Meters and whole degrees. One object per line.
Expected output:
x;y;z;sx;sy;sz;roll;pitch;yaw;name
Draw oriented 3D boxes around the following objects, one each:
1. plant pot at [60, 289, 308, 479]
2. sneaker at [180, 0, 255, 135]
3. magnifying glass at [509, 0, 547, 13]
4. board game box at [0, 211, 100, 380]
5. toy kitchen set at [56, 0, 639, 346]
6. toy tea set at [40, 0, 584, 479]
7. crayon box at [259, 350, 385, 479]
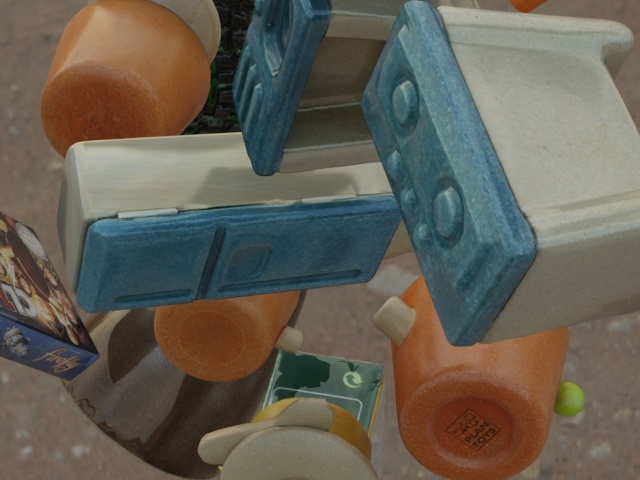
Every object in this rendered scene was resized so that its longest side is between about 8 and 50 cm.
-0.119;0.088;1.411;0.230;0.215;0.215;-52;46;14;plant pot
-0.085;-0.198;1.040;0.134;0.343;0.146;16;49;-16;sneaker
0.183;-0.179;0.671;0.231;0.026;0.092;-29;58;39;magnifying glass
-0.305;0.027;1.222;0.042;0.243;0.165;-36;64;8;board game box
-0.001;-0.004;0.425;0.122;0.207;0.166;-5;56;-20;toy kitchen set
0.000;0.000;0.699;0.200;0.336;0.124;-15;29;19;toy tea set
-0.011;0.261;0.994;0.083;0.323;0.203;8;46;10;crayon box
